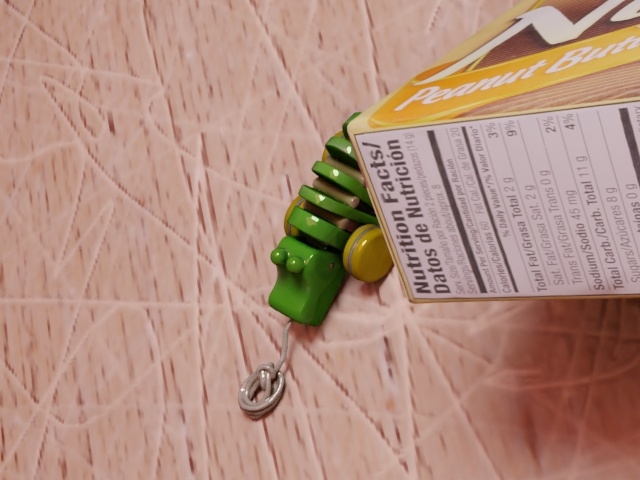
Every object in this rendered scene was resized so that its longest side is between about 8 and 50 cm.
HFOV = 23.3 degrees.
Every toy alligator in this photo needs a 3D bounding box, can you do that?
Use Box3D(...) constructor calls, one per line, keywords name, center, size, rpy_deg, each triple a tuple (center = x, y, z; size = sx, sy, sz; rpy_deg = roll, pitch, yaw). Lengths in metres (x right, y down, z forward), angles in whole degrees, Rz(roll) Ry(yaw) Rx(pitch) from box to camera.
Box3D(name="toy alligator", center=(0.000, 0.000, 0.774), size=(0.056, 0.051, 0.189), rpy_deg=(28, 86, 40))

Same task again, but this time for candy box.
Box3D(name="candy box", center=(0.190, -0.057, 0.566), size=(0.316, 0.087, 0.183), rpy_deg=(-4, 24, 42))
